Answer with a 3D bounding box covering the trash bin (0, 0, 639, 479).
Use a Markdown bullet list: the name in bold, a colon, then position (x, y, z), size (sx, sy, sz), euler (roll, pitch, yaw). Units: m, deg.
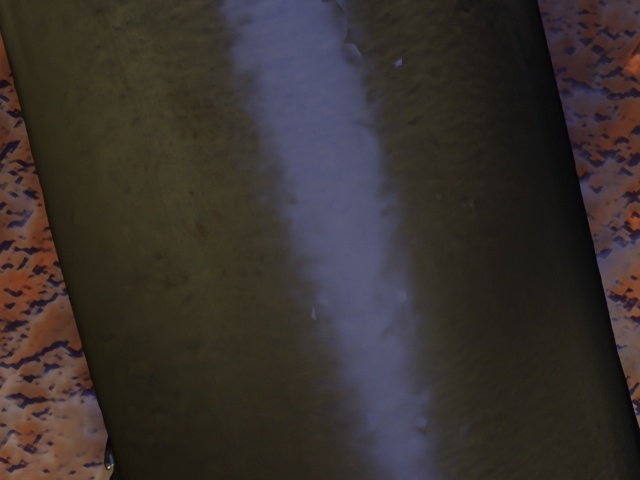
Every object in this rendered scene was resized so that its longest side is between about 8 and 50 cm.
- **trash bin**: position (0.000, 0.000, 0.494), size (0.252, 0.203, 0.301), euler (-10, 100, 26)
